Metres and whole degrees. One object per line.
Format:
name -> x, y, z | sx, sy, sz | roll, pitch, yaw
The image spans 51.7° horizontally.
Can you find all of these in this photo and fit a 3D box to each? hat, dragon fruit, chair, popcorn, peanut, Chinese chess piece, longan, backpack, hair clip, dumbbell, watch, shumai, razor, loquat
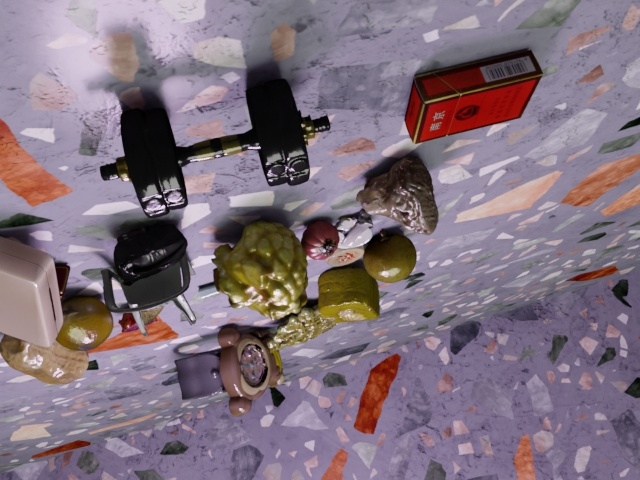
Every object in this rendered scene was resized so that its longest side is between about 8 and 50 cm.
hat -> -0.478, 0.158, 1.813 | 0.146, 0.067, 0.146 | -55, 167, -18
dragon fruit -> -0.534, 0.222, 1.914 | 0.112, 0.068, 0.126 | -21, 169, -8
chair -> -0.400, 0.125, 1.599 | 0.203, 0.191, 0.275 | -15, 156, -5
popcorn -> -0.142, 0.072, 1.635 | 0.270, 0.224, 0.257 | -24, 142, 39
peanut -> -0.790, 0.324, 1.871 | 0.159, 0.143, 0.291 | -12, 155, 13
Chinese chess piece -> 0.066, 0.030, 1.903 | 0.122, 0.051, 0.122 | -14, 158, -6
longan -> 0.201, 0.043, 1.939 | 0.154, 0.176, 0.145 | -33, -155, -15
backpack -> -0.385, 0.021, 1.485 | 0.165, 0.106, 0.120 | -30, 170, -30
hair clip -> 0.088, -0.016, 1.785 | 0.116, 0.049, 0.172 | 13, 143, -21
dumbbell -> -0.172, -0.154, 1.103 | 0.388, 0.185, 0.185 | -15, 158, -7
watch -> -0.355, 0.484, 2.456 | 0.326, 0.314, 0.335 | -15, 173, 32
shumai -> 0.181, -0.094, 1.558 | 0.175, 0.166, 0.206 | -15, 136, 20
razor -> -0.218, 0.119, 1.923 | 0.277, 0.056, 0.111 | -10, -166, -2
loquat -> -0.627, 0.215, 1.730 | 0.152, 0.152, 0.195 | -18, 151, 2

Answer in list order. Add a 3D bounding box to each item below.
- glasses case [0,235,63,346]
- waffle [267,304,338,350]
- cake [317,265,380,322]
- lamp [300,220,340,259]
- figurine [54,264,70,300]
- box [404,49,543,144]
glasses case -> -0.652, 0.120, 1.443 | 0.143, 0.076, 0.336 | 21, 144, -4
waffle -> -0.036, 0.313, 2.436 | 0.297, 0.073, 0.317 | 0, 142, -48
cake -> 0.092, 0.185, 2.167 | 0.179, 0.156, 0.260 | -6, 156, 16
lamp -> 0.000, 0.000, 1.724 | 0.107, 0.092, 0.108 | -20, 127, -29
figurine -> -0.645, 0.101, 1.543 | 0.098, 0.083, 0.154 | 17, 146, -20
box -> 0.293, -0.278, 1.295 | 0.239, 0.074, 0.153 | -14, 163, -6
